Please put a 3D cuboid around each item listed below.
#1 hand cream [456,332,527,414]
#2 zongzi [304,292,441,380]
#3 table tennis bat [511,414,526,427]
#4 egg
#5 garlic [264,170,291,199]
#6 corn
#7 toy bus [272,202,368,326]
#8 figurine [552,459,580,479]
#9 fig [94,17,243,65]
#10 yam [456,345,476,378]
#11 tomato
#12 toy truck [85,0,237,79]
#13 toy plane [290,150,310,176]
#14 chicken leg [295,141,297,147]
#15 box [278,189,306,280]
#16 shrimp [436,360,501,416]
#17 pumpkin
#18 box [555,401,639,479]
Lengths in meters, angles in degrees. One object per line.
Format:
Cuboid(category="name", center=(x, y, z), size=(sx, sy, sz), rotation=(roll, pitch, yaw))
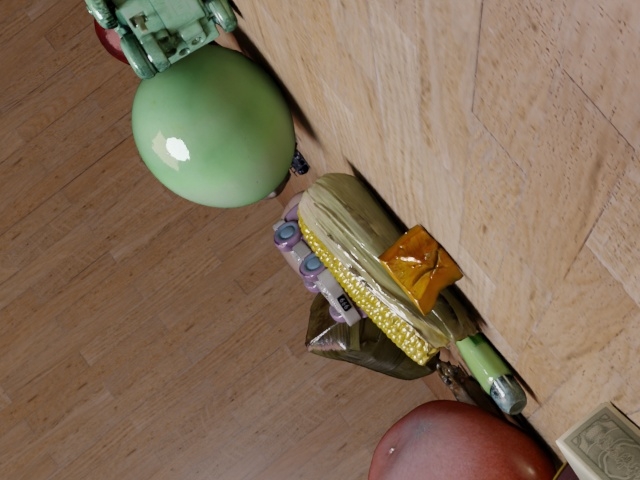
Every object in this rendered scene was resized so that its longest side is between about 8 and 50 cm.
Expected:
Cuboid(category="hand cream", center=(0.224, 0.163, 1.855), size=(0.175, 0.046, 0.095), rotation=(57, -179, 29))
Cuboid(category="zongzi", center=(0.100, 0.092, 2.456), size=(0.286, 0.138, 0.300), rotation=(21, -123, -45))
Cuboid(category="table tennis bat", center=(0.293, 0.256, 2.154), size=(0.095, 0.014, 0.158), rotation=(51, 178, 28))
Cuboid(category="egg", center=(-0.152, -0.161, 1.936), size=(0.220, 0.220, 0.270), rotation=(49, -177, 37))
Cuboid(category="garlic", center=(-0.165, -0.170, 2.441), size=(0.237, 0.210, 0.292), rotation=(95, 156, -64))
Cuboid(category="corn", center=(0.090, 0.037, 1.808), size=(0.305, 0.122, 0.123), rotation=(48, 148, 16))
Cuboid(category="toy bus", center=(0.029, 0.022, 2.130), size=(0.202, 0.142, 0.142), rotation=(47, 174, 48))
Cuboid(category="figurine", center=(0.335, 0.335, 1.716), size=(0.082, 0.098, 0.154), rotation=(56, 179, -2))
Cuboid(category="fig", center=(-0.223, -0.318, 1.978), size=(0.207, 0.175, 0.175), rotation=(32, 175, 5))
Cuboid(category="yam", center=(0.212, 0.153, 2.021), size=(0.029, 0.027, 0.234), rotation=(10, 155, 25))
Cuboid(category="tomato", center=(0.212, 0.421, 2.180), size=(0.273, 0.341, 0.341), rotation=(42, -179, -22))
Cuboid(category="toy truck", center=(-0.219, -0.326, 1.710), size=(0.156, 0.155, 0.279), rotation=(59, 180, 21))
Cuboid(category="toy plane", center=(-0.054, -0.154, 2.380), size=(0.120, 0.031, 0.049), rotation=(50, -173, -31))
Cuboid(category="chicken leg", center=(-0.130, -0.206, 2.193), size=(0.177, 0.083, 0.322), rotation=(21, 161, 28))
Cuboid(category="box", center=(0.000, 0.000, 2.324), size=(0.088, 0.146, 0.200), rotation=(10, -154, -42))
Cuboid(category="shrimp", center=(0.264, 0.272, 2.428), size=(0.251, 0.052, 0.143), rotation=(53, 179, -40))
Cuboid(category="pumpkin", center=(0.118, 0.031, 1.608), size=(0.101, 0.073, 0.035), rotation=(47, 179, 27))
Cuboid(category="box", center=(0.347, 0.294, 1.314), size=(0.256, 0.069, 0.164), rotation=(53, 176, -31))
